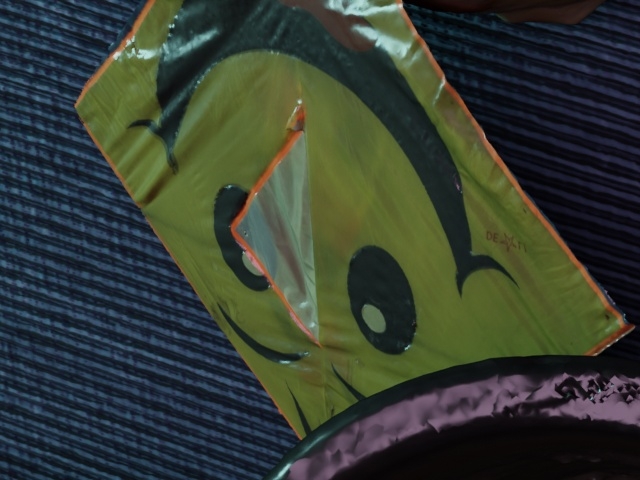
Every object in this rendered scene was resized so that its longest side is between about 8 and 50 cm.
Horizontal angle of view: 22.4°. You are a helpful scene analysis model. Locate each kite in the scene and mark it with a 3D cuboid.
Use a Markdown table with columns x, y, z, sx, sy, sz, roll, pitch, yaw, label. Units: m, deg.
| x | y | z | sx | sy | sz | roll | pitch | yaw | label |
| --- | --- | --- | --- | --- | --- | --- | --- | --- | --- |
| -0.002 | 0.001 | 0.809 | 0.377 | 0.013 | 0.327 | 25 | 131 | 37 | kite |

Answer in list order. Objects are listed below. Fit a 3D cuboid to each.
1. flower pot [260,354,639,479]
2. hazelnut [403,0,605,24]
| x | y | z | sx | sy | sz | roll | pitch | yaw | label |
| --- | --- | --- | --- | --- | --- | --- | --- | --- | --- |
| 0.122 | 0.232 | 0.740 | 0.379 | 0.251 | 0.379 | 1 | 94 | 14 | flower pot |
| 0.092 | -0.204 | 0.759 | 0.261 | 0.261 | 0.241 | -9 | 115 | 16 | hazelnut |
